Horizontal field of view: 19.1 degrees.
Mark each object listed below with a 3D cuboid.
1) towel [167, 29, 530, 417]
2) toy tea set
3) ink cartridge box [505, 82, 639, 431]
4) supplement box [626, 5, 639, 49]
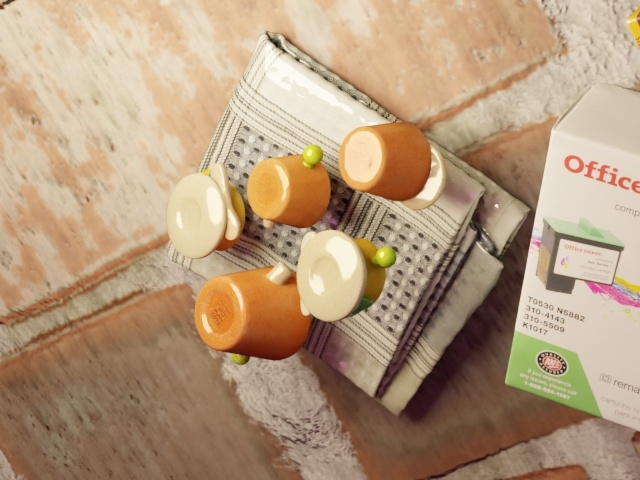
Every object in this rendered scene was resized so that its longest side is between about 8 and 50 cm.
[{"bbox_3d":[0.016,-0.005,1.906,0.324,0.056,0.312,34,127,8],"label":"towel"},{"bbox_3d":[0.000,0.000,1.847,0.336,0.124,0.200,-18,76,42],"label":"toy tea set"},{"bbox_3d":[0.296,0.024,1.724,0.201,0.117,0.278,19,122,20],"label":"ink cartridge box"},{"bbox_3d":[0.369,-0.180,1.597,0.188,0.081,0.104,-17,106,35],"label":"supplement box"}]
